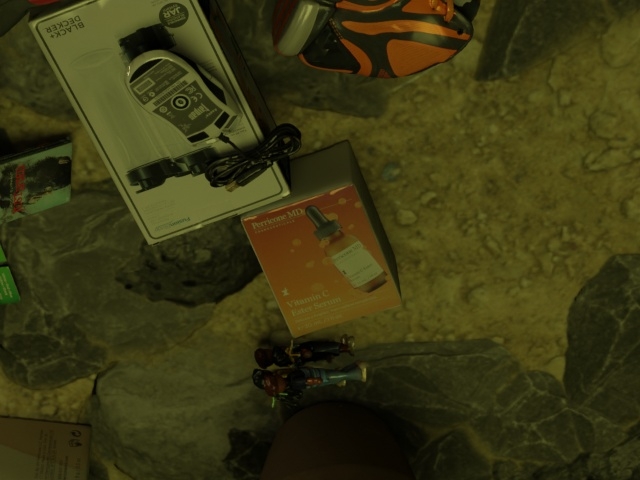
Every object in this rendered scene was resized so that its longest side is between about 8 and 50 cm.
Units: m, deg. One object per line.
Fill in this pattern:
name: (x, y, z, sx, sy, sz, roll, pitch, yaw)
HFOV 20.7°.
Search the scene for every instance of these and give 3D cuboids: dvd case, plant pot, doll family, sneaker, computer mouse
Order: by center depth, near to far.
sneaker: (0.089, -0.291, 1.709, 0.180, 0.124, 0.321, 15, 132, -18)
computer mouse: (-0.115, -0.130, 1.734, 0.106, 0.042, 0.193, -32, 126, 21)
dvd case: (-0.317, -0.058, 1.847, 0.119, 0.013, 0.087, -19, 140, -28)
doll family: (-0.022, 0.143, 1.947, 0.111, 0.076, 0.193, -2, 168, -15)
plant pot: (0.020, 0.316, 2.031, 0.263, 0.229, 0.263, -2, 123, -3)

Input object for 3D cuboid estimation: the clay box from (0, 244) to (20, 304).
clay box: (-0.455, 0.053, 1.932, 0.222, 0.053, 0.127, -12, 124, 5)

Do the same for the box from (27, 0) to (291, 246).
box: (-0.159, -0.151, 1.793, 0.169, 0.087, 0.290, -21, 122, 10)

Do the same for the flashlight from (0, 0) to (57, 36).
flashlight: (-0.237, -0.245, 1.637, 0.304, 0.103, 0.103, -10, 81, 14)

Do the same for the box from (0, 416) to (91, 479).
box: (-0.431, 0.290, 2.051, 0.311, 0.121, 0.148, 8, 123, -9)

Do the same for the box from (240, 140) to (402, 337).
box: (0.000, 0.000, 1.902, 0.130, 0.091, 0.170, -18, 123, 9)
